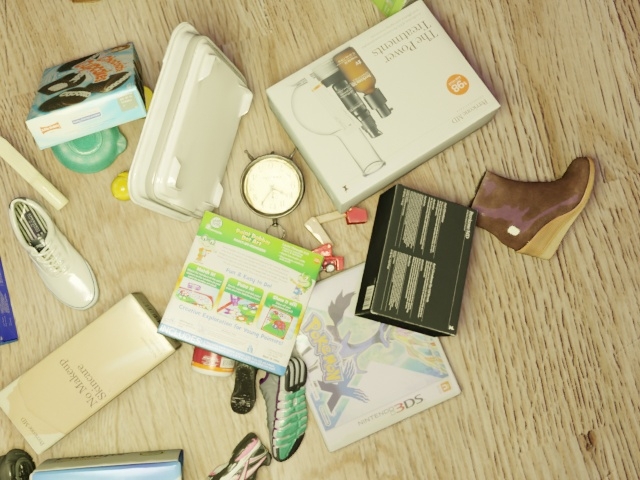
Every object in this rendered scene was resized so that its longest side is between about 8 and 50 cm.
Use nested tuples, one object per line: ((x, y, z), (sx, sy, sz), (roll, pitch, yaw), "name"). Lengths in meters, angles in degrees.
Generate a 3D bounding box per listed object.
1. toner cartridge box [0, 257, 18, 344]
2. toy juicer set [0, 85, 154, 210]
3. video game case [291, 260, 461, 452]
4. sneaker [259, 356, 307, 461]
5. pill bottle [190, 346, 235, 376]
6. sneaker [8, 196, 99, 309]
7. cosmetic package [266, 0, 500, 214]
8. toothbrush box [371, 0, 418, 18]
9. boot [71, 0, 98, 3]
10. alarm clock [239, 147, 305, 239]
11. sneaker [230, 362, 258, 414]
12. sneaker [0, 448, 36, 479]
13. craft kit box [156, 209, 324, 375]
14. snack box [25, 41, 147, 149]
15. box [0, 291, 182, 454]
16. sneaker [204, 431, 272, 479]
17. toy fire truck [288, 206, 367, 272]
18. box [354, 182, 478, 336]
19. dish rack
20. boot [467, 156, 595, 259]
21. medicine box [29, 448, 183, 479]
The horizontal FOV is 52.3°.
((-0.671, 0.036, 1.227), (0.075, 0.165, 0.347), (-14, 87, -4), "toner cartridge box")
((-0.455, -0.166, 1.302), (0.329, 0.089, 0.209), (-24, 101, -14), "toy juicer set")
((0.090, 0.222, 1.339), (0.300, 0.036, 0.328), (-23, 88, -6), "video game case")
((-0.082, 0.328, 1.313), (0.083, 0.098, 0.223), (-5, 106, -46), "sneaker")
((-0.202, 0.188, 1.293), (0.086, 0.086, 0.151), (11, 85, -4), "pill bottle")
((-0.531, 0.028, 1.273), (0.094, 0.091, 0.258), (-37, 90, -6), "sneaker")
((0.123, -0.273, 1.324), (0.377, 0.097, 0.284), (-32, 82, -6), "cosmetic package")
((0.109, -0.611, 1.308), (0.122, 0.206, 0.283), (-45, 90, -5), "toothbrush box")
((-0.526, -0.584, 1.319), (0.284, 0.109, 0.220), (-12, 91, -12), "boot")
((-0.096, -0.091, 1.328), (0.130, 0.064, 0.191), (-2, 92, 2), "alarm clock")
((-0.144, 0.261, 1.304), (0.051, 0.089, 0.170), (10, 123, 1), "sneaker")
((-0.601, 0.549, 1.241), (0.130, 0.109, 0.286), (-13, 81, 4), "sneaker")
((-0.148, 0.101, 1.235), (0.250, 0.061, 0.246), (22, 75, -9), "craft kit box")
((-0.423, -0.277, 1.203), (0.187, 0.322, 0.060), (-20, 123, -6), "snack box")
((-0.437, 0.248, 1.252), (0.311, 0.121, 0.148), (-39, 91, -6), "box")
((-0.166, 0.474, 1.288), (0.077, 0.072, 0.178), (44, 90, -11), "sneaker")
((0.000, 0.000, 1.340), (0.192, 0.047, 0.135), (-1, 86, -4), "toy fire truck")
((0.190, 0.043, 1.292), (0.184, 0.103, 0.261), (17, 76, -13), "box")
((-0.223, -0.201, 1.214), (0.072, 0.285, 0.332), (16, 86, 15), "dish rack")
((0.438, -0.101, 1.359), (0.207, 0.090, 0.248), (27, 88, -4), "boot")
((-0.387, 0.550, 1.205), (0.264, 0.149, 0.289), (-1, 83, -11), "medicine box")
